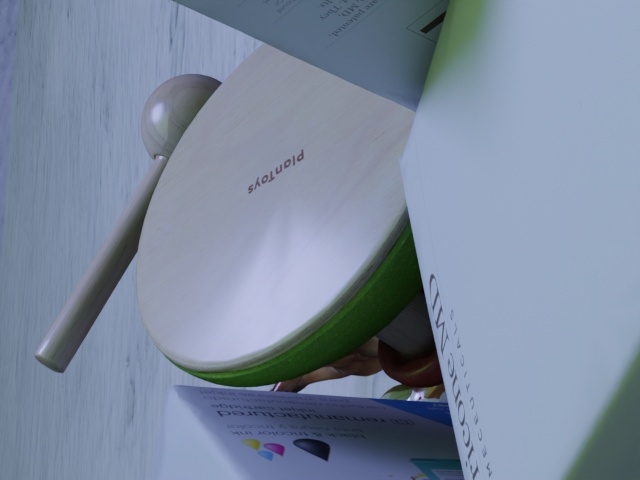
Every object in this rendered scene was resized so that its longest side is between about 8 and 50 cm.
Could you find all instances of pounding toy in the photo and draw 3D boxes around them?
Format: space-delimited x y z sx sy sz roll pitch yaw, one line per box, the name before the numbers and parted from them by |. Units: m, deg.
pounding toy | 0.000 0.000 0.799 0.236 0.110 0.183 -6 58 48

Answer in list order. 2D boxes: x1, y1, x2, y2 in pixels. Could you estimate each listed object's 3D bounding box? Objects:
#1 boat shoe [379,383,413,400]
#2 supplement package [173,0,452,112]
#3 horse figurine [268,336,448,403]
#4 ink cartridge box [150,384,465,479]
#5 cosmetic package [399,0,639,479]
boat shoe | 0.035 0.144 0.973 0.045 0.050 0.135 -107 29 -58
supplement package | 0.055 -0.139 0.650 0.134 0.244 0.139 -37 51 32
horse figurine | 0.004 0.033 1.007 0.174 0.066 0.263 -38 26 17
ink cartridge box | 0.048 0.194 0.706 0.270 0.198 0.197 -146 64 -67
cosmetic package | 0.141 -0.060 0.491 0.366 0.155 0.197 105 159 -52
